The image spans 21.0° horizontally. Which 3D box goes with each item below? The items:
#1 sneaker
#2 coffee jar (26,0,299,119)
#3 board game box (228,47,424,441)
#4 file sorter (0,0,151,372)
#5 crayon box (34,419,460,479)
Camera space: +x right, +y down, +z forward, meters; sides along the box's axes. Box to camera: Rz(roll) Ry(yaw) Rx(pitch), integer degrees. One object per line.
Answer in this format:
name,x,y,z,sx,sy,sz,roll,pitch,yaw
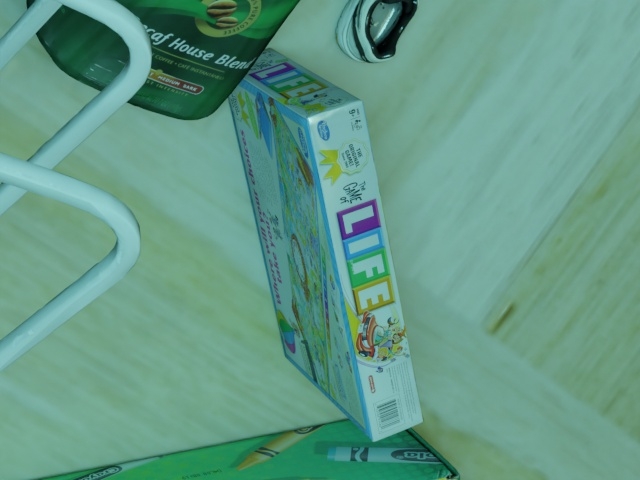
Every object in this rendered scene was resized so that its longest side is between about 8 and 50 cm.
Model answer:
sneaker,0.036,-0.119,0.784,0.032,0.037,0.083,14,100,-26
coffee jar,-0.030,-0.134,0.679,0.096,0.079,0.184,19,131,-35
board game box,0.000,0.000,0.771,0.026,0.103,0.154,-20,115,-17
file sorter,-0.160,-0.098,0.537,0.173,0.277,0.193,20,142,-32
crayon box,-0.074,0.192,0.818,0.278,0.081,0.165,-9,111,-21
